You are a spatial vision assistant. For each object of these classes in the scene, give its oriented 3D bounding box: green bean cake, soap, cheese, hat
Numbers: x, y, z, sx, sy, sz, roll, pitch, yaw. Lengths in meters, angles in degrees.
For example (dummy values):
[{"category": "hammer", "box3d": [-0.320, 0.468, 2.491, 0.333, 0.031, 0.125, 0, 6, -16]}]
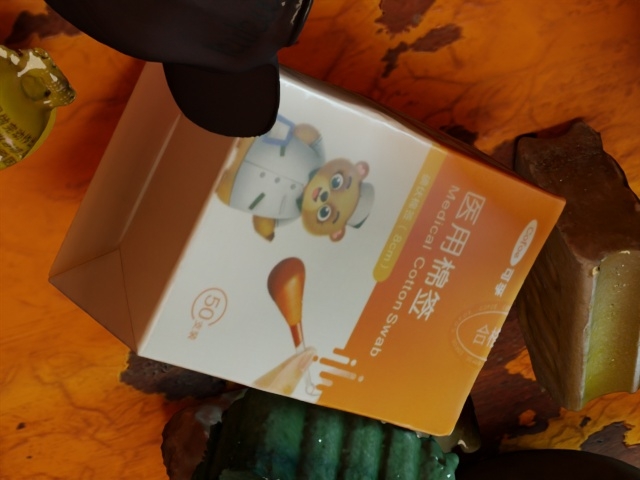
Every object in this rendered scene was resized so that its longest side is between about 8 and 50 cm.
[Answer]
[{"category": "green bean cake", "box3d": [-0.010, 0.207, 1.365, 0.208, 0.107, 0.193, 22, 147, -18]}, {"category": "soap", "box3d": [0.228, 0.040, 1.483, 0.080, 0.160, 0.257, -15, 141, -8]}, {"category": "cheese", "box3d": [-0.291, -0.079, 1.157, 0.250, 0.064, 0.156, -19, 142, 10]}, {"category": "hat", "box3d": [-0.122, -0.186, 0.988, 0.209, 0.238, 0.336, -10, 149, -21]}]

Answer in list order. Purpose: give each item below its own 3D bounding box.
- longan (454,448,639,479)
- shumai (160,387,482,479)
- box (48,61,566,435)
[{"category": "longan", "box3d": [0.243, 0.380, 1.779, 0.361, 0.361, 0.361, -14, 141, -12]}, {"category": "shumai", "box3d": [0.025, 0.230, 1.560, 0.283, 0.217, 0.346, -24, 138, 1]}, {"category": "box", "box3d": [0.000, 0.000, 1.275, 0.341, 0.143, 0.225, 20, 99, -43]}]
